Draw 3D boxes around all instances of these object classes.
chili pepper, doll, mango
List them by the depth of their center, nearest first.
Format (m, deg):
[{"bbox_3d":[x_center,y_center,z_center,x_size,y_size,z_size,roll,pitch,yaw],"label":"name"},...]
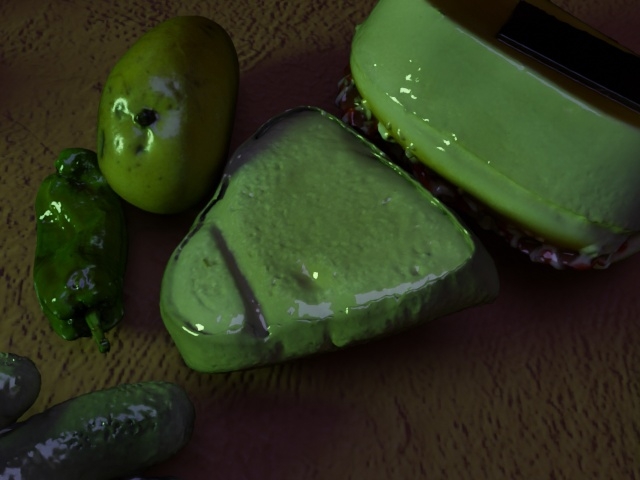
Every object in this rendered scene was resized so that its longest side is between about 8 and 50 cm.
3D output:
[{"bbox_3d":[-0.204,0.160,0.497,0.278,0.149,0.175,-10,54,-19],"label":"doll"},{"bbox_3d":[-0.179,0.021,0.618,0.072,0.073,0.204,-18,50,4],"label":"chili pepper"},{"bbox_3d":[-0.115,-0.106,0.668,0.098,0.137,0.195,7,37,3],"label":"mango"}]

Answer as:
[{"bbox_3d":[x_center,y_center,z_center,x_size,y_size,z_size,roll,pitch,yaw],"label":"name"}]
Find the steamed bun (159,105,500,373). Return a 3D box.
[{"bbox_3d":[-0.017,0.020,0.617,0.212,0.110,0.231,-30,50,-14],"label":"steamed bun"}]

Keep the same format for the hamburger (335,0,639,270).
[{"bbox_3d":[0.158,-0.106,0.682,0.295,0.151,0.227,37,40,19],"label":"hamburger"}]
